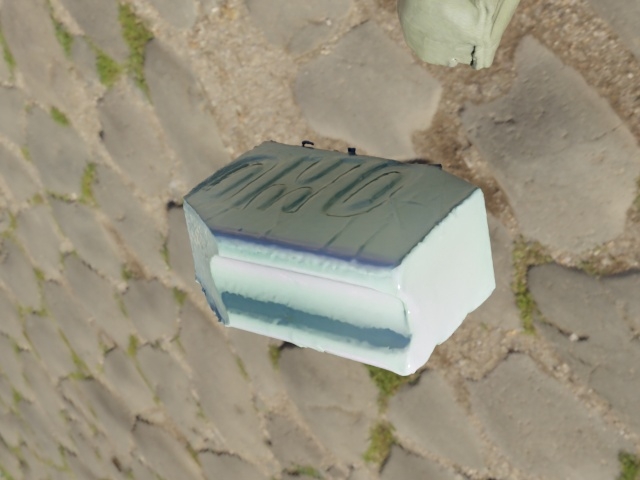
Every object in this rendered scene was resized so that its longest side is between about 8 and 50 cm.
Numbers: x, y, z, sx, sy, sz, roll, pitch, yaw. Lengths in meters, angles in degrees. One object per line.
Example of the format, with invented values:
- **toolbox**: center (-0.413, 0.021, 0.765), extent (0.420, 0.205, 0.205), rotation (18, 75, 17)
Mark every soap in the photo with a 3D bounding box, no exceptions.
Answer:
- **soap**: center (0.000, 0.000, 0.660), extent (0.230, 0.145, 0.091), rotation (11, 124, 37)

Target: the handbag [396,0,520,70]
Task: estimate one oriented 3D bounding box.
- **handbag**: center (0.088, -0.266, 0.490), extent (0.109, 0.316, 0.253), rotation (4, 154, 2)
